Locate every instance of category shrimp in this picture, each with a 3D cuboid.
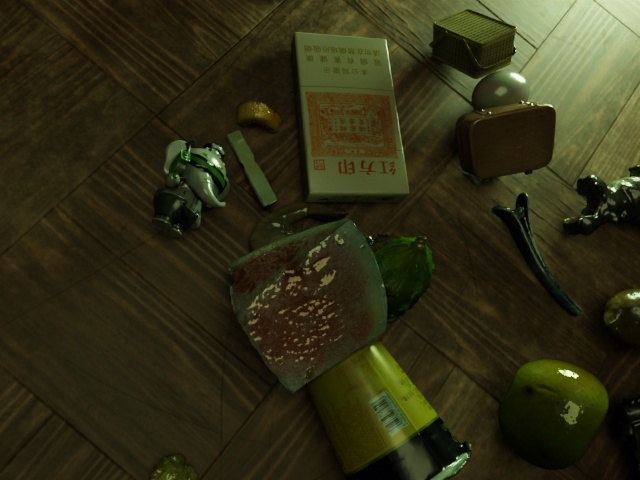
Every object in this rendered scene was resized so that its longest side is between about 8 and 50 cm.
[{"bbox_3d":[-0.007,-0.013,1.071,0.254,0.059,0.145,-14,59,-9],"label":"shrimp"}]

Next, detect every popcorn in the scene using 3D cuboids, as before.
[{"bbox_3d":[-0.232,0.378,0.900,0.059,0.068,0.083,-51,128,1],"label":"popcorn"}]

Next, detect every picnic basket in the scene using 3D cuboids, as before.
[{"bbox_3d":[0.327,-0.427,1.227,0.115,0.079,0.164,-29,48,-20],"label":"picnic basket"}]

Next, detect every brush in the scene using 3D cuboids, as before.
[{"bbox_3d":[-0.132,-0.136,1.097,0.033,0.030,0.179,-25,70,-12],"label":"brush"}]

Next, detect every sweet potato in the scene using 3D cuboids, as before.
[{"bbox_3d":[0.743,0.176,1.158,0.422,0.130,0.131,13,71,-18],"label":"sweet potato"}]

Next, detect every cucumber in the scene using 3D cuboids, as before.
[{"bbox_3d":[0.135,0.052,0.989,0.134,0.244,0.134,4,66,-9],"label":"cucumber"}]

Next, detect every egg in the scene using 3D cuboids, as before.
[{"bbox_3d":[0.389,-0.313,1.229,0.135,0.103,0.103,-23,80,-21],"label":"egg"}]

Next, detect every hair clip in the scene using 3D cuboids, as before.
[{"bbox_3d":[0.450,0.038,1.175,0.083,0.048,0.275,-24,85,-20],"label":"hair clip"}]

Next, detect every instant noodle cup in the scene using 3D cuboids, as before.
[{"bbox_3d":[0.096,0.300,0.932,0.215,0.215,0.236,-27,74,-19],"label":"instant noodle cup"}]

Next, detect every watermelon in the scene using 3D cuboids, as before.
[{"bbox_3d":[-0.034,0.099,0.905,0.213,0.261,0.201,60,30,-6],"label":"watermelon"}]

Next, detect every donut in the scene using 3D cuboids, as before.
[{"bbox_3d":[-0.122,-0.240,1.128,0.083,0.067,0.038,32,58,-36],"label":"donut"}]

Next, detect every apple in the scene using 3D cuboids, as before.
[{"bbox_3d":[0.407,0.301,1.006,0.157,0.196,0.196,27,66,28],"label":"apple"}]

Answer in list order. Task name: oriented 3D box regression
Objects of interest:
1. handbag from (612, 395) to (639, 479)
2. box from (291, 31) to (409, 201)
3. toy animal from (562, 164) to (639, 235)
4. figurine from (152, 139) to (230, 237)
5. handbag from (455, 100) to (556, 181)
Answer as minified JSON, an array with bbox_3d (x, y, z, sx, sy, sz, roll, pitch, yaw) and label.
[{"bbox_3d":[0.691,0.424,1.072,0.257,0.113,0.285,-5,82,-9],"label":"handbag"},{"bbox_3d":[0.054,-0.251,1.152,0.204,0.051,0.365,-1,71,-15],"label":"box"},{"bbox_3d":[0.685,-0.090,1.233,0.343,0.106,0.168,0,80,-7],"label":"toy animal"},{"bbox_3d":[-0.227,-0.099,1.018,0.147,0.126,0.192,44,57,-35],"label":"figurine"},{"bbox_3d":[0.385,-0.203,1.177,0.193,0.072,0.151,-14,112,-9],"label":"handbag"}]
